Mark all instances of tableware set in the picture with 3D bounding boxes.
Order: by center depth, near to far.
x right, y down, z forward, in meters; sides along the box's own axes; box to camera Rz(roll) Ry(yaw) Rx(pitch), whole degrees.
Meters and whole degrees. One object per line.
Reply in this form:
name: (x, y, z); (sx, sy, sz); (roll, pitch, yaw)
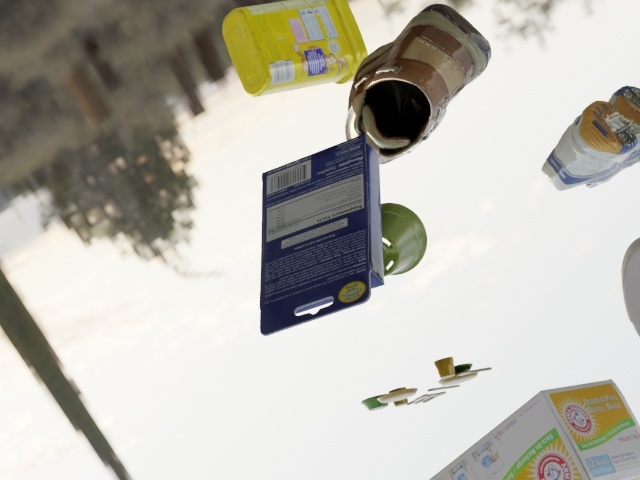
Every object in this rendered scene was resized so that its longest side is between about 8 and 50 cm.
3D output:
tableware set: (0.115, 0.162, 1.821); (0.104, 0.024, 0.154); (-6, 163, -31)

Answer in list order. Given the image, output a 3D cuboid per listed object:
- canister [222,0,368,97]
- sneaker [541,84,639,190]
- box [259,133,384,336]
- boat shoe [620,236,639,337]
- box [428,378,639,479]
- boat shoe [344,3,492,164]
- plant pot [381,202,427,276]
canister: (-0.034, -0.260, 2.119); (0.170, 0.126, 0.073); (-15, 169, -37)
sneaker: (0.416, -0.143, 2.329); (0.131, 0.112, 0.296); (-45, 160, 32)
box: (0.000, 0.000, 1.708); (0.136, 0.036, 0.225); (-19, -132, 23)
boat shoe: (0.536, 0.112, 2.414); (0.127, 0.340, 0.158); (-20, -156, 12)
box: (0.210, 0.232, 1.554); (0.114, 0.103, 0.203); (-3, 148, -44)
boat shoe: (0.085, -0.160, 1.860); (0.120, 0.122, 0.324); (-53, 180, -24)
plant pot: (0.069, 0.008, 1.745); (0.083, 0.083, 0.079); (-26, -174, 19)
